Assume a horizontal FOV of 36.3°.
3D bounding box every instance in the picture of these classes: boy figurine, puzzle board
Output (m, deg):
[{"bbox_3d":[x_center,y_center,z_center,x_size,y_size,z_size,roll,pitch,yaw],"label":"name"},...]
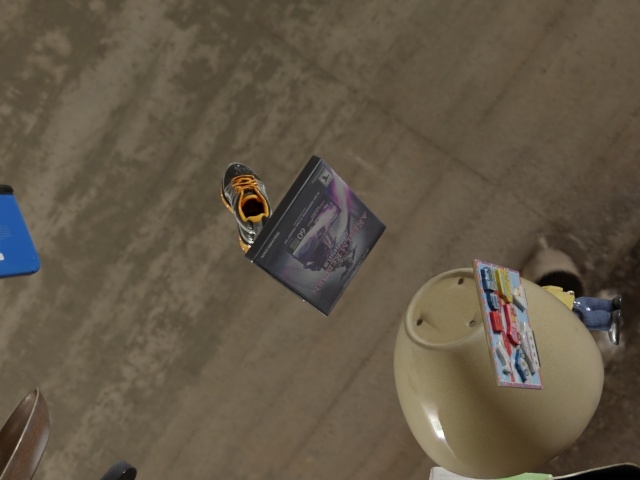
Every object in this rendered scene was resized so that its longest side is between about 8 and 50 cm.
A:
[{"bbox_3d":[0.480,0.157,2.037,0.177,0.285,0.092,-62,-30,-56],"label":"boy figurine"},{"bbox_3d":[0.193,0.086,0.992,0.011,0.096,0.128,-20,69,35],"label":"puzzle board"}]

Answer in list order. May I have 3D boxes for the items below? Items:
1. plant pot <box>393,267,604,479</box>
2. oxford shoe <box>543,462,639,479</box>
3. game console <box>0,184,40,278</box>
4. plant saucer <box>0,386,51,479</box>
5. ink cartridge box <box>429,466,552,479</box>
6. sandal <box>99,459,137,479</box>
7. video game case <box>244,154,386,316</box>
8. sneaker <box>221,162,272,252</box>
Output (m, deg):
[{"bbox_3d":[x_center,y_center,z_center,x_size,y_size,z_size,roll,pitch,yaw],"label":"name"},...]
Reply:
[{"bbox_3d":[0.210,0.147,1.306,0.284,0.191,0.284,-22,40,20],"label":"plant pot"},{"bbox_3d":[0.249,0.375,1.241,0.140,0.397,0.146,46,140,40],"label":"oxford shoe"},{"bbox_3d":[-0.665,-0.021,1.678,0.173,0.250,0.293,-25,-5,19],"label":"game console"},{"bbox_3d":[-0.478,0.366,1.440,0.310,0.050,0.310,-52,17,22],"label":"plant saucer"},{"bbox_3d":[0.272,0.555,1.561,0.119,0.207,0.353,88,-175,-59],"label":"ink cartridge box"},{"bbox_3d":[-0.380,0.471,1.572,0.254,0.054,0.097,-53,-18,-13],"label":"sandal"},{"bbox_3d":[0.000,0.000,1.629,0.026,0.274,0.196,30,84,35],"label":"video game case"},{"bbox_3d":[-0.129,-0.075,1.782,0.083,0.084,0.215,88,162,-48],"label":"sneaker"}]
